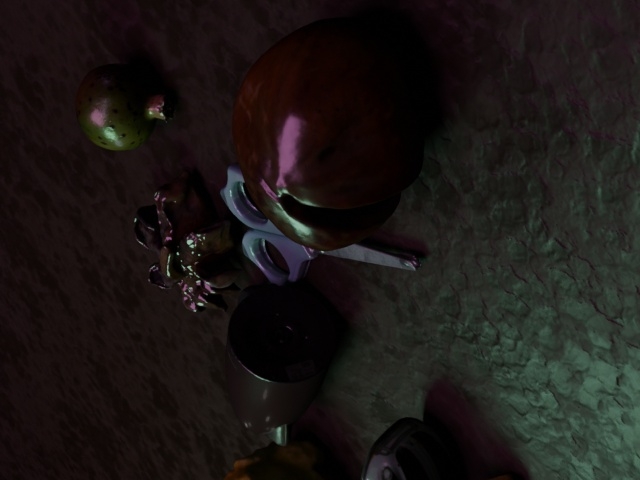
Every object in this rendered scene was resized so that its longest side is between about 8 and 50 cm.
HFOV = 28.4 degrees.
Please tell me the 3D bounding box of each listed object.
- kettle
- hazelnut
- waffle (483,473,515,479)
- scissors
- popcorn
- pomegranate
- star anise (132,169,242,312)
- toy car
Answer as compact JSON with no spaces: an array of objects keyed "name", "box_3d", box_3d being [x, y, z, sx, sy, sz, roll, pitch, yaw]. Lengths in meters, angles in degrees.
[{"name":"kettle","box_3d":[-0.077,0.162,1.749,0.202,0.144,0.232,62,157,25]},{"name":"hazelnut","box_3d":[0.001,-0.114,1.342,0.217,0.217,0.251,40,136,27]},{"name":"waffle","box_3d":[0.211,0.386,1.570,0.032,0.125,0.191,-102,-5,-71]},{"name":"scissors","box_3d":[0.001,-0.001,1.604,0.360,0.029,0.191,12,130,47]},{"name":"popcorn","box_3d":[-0.064,0.399,1.884,0.200,0.226,0.203,-54,38,37]},{"name":"pomegranate","box_3d":[-0.275,-0.187,1.750,0.130,0.130,0.130,34,140,34]},{"name":"star anise","box_3d":[-0.199,0.009,1.815,0.214,0.099,0.220,31,139,35]},{"name":"toy car","box_3d":[0.144,0.377,1.629,0.125,0.136,0.305,11,124,39]}]
